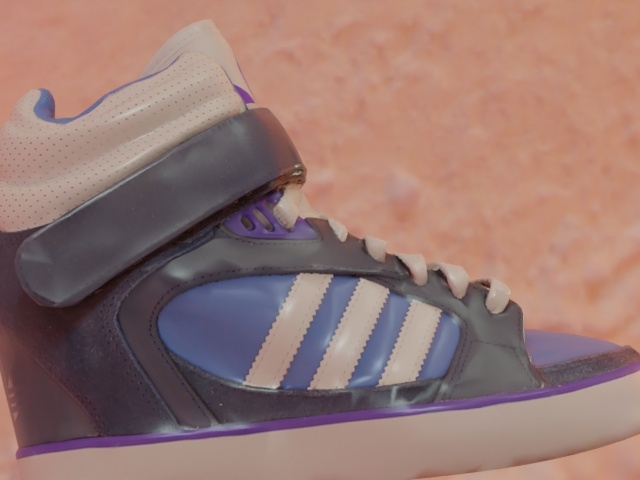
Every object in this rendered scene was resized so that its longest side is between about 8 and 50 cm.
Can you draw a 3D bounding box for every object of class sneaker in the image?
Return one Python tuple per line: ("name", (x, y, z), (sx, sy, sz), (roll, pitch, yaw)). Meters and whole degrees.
("sneaker", (0.000, 0.000, 0.758), (0.130, 0.323, 0.236), (135, -52, -76))
